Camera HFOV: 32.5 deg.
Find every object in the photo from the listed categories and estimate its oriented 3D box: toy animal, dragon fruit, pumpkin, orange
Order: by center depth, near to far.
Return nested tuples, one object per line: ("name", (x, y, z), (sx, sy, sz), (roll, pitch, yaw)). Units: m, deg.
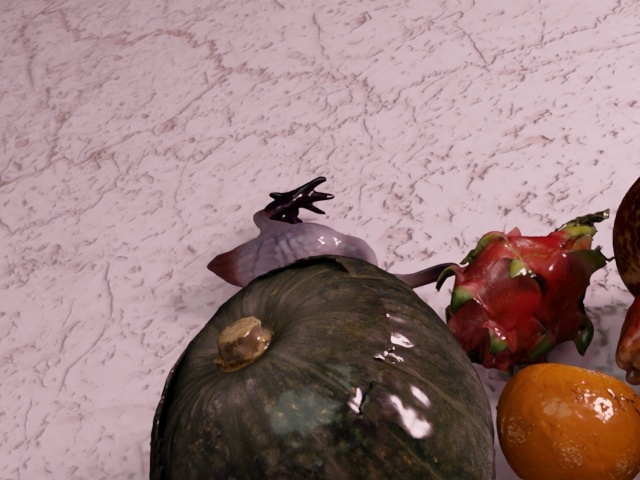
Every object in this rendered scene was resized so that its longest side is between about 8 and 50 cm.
("orange", (0.217, 0.166, 0.947), (0.136, 0.135, 0.117), (1, 74, 30))
("pumpkin", (-0.002, 0.171, 0.949), (0.292, 0.257, 0.327), (-32, 25, 9))
("dragon fruit", (0.222, 0.041, 1.104), (0.236, 0.135, 0.137), (-30, 31, -17))
("toy animal", (-0.010, 0.016, 1.302), (0.195, 0.090, 0.324), (-34, 34, -17))

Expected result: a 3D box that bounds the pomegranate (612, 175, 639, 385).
("pomegranate", (0.345, 0.034, 0.987), (0.248, 0.214, 0.214), (-41, 38, -17))
